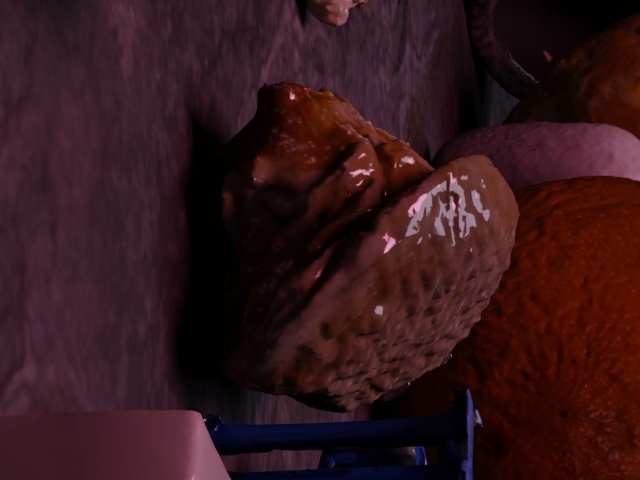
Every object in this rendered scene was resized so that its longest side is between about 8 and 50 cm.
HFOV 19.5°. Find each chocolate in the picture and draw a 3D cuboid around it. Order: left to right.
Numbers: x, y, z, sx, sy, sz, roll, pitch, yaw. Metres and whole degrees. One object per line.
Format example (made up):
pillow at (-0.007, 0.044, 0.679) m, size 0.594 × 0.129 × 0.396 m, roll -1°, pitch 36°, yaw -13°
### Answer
chocolate at (0.158, 0.070, 1.294) m, size 0.100 × 0.185 × 0.303 m, roll -16°, pitch 102°, yaw -52°

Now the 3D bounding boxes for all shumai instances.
shumai at (0.003, -0.003, 0.739) m, size 0.116 × 0.145 × 0.145 m, roll 45°, pitch -4°, yaw 22°

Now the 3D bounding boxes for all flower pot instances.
flower pot at (0.284, -0.280, 1.677) m, size 0.299 × 0.299 × 0.283 m, roll 73°, pitch 21°, yaw -47°

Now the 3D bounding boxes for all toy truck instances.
toy truck at (0.016, 0.126, 0.708) m, size 0.208 × 0.113 × 0.126 m, roll 58°, pitch 30°, yaw -69°

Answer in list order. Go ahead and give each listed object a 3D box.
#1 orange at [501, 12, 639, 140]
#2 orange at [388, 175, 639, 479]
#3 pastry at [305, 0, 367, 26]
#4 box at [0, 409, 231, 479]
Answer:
orange at (0.283, -0.048, 1.506) m, size 0.249 × 0.329 × 0.329 m, roll 53°, pitch 0°, yaw 21°
orange at (0.165, 0.089, 1.110) m, size 0.264 × 0.264 × 0.264 m, roll -4°, pitch 90°, yaw -78°
pastry at (0.016, -0.232, 0.907) m, size 0.121 × 0.089 × 0.258 m, roll -55°, pitch 139°, yaw -52°
box at (-0.042, 0.173, 0.531) m, size 0.243 × 0.067 × 0.155 m, roll 72°, pitch 17°, yaw -50°
